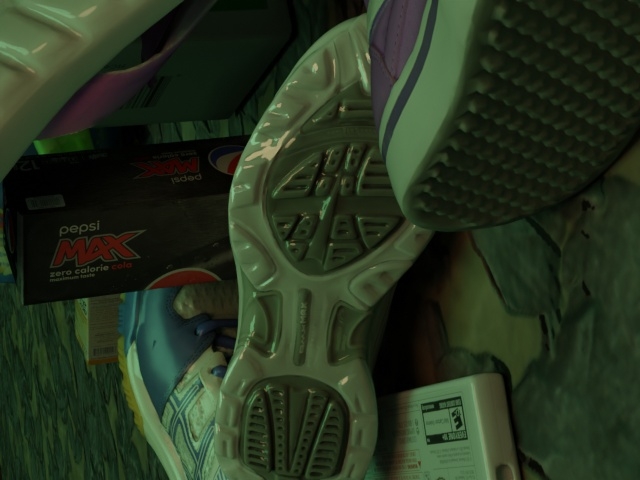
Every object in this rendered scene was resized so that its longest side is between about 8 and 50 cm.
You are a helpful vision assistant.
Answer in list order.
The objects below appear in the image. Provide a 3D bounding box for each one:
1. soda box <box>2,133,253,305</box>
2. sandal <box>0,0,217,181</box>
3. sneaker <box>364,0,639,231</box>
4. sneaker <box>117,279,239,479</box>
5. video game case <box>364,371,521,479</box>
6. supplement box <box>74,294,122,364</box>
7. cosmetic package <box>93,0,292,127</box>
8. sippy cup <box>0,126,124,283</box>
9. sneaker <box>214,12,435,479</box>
[{"bbox_3d":[-0.074,-0.013,0.685,0.053,0.169,0.060,-121,31,-48],"label":"soda box"},{"bbox_3d":[-0.124,-0.104,0.624,0.169,0.416,0.102,48,-176,35],"label":"sandal"},{"bbox_3d":[0.063,-0.125,0.380,0.282,0.102,0.161,128,135,-63],"label":"sneaker"},{"bbox_3d":[-0.028,0.116,0.737,0.131,0.112,0.296,-19,79,52],"label":"sneaker"},{"bbox_3d":[0.053,0.138,0.601,0.157,0.019,0.143,149,113,-68],"label":"video game case"},{"bbox_3d":[-0.217,0.063,1.304,0.062,0.036,0.098,-129,38,-56],"label":"supplement box"},{"bbox_3d":[-0.156,-0.259,0.809,0.155,0.197,0.365,142,119,-67],"label":"cosmetic package"},{"bbox_3d":[-0.268,-0.091,1.163,0.305,0.240,0.224,-81,-13,-58],"label":"sippy cup"},{"bbox_3d":[0.000,0.000,0.613,0.115,0.090,0.232,-85,10,-66],"label":"sneaker"}]
